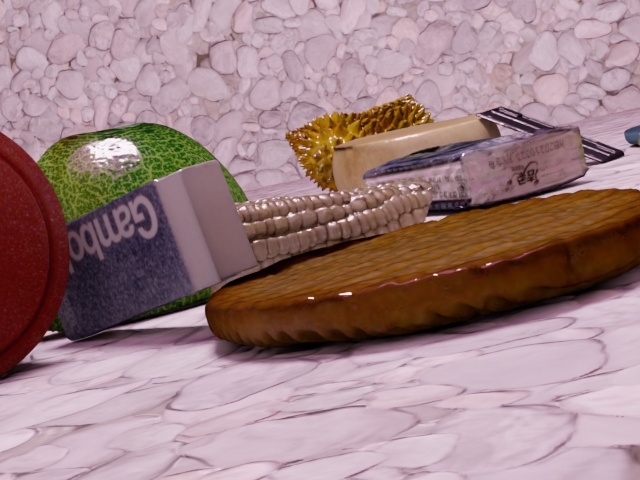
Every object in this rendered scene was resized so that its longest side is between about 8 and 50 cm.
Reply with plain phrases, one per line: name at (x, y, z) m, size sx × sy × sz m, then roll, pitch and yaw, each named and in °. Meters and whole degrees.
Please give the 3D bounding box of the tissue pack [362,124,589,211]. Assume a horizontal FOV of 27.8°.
tissue pack at (0.177, -0.081, 1.534) m, size 0.173 × 0.073 × 0.235 m, roll -16°, pitch 6°, yaw -25°

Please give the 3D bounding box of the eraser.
eraser at (-0.139, 0.011, 0.998) m, size 0.046 × 0.092 × 0.212 m, roll -20°, pitch 0°, yaw -44°

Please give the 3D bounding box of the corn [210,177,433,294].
corn at (0.000, 0.000, 1.078) m, size 0.211 × 0.087 × 0.087 m, roll -7°, pitch 3°, yaw -18°

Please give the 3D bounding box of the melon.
melon at (-0.150, -0.024, 1.162) m, size 0.265 × 0.169 × 0.129 m, roll -19°, pitch 9°, yaw -39°

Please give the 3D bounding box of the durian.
durian at (0.087, -0.137, 2.077) m, size 0.249 × 0.183 × 0.138 m, roll -19°, pitch 35°, yaw -15°

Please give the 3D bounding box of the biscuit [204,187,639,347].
biscuit at (0.077, 0.018, 0.871) m, size 0.318 × 0.040 × 0.318 m, roll -14°, pitch 6°, yaw 1°

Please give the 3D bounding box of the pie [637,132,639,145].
pie at (0.473, -0.115, 1.184) m, size 0.371 × 0.078 × 0.296 m, roll -9°, pitch 7°, yaw 22°

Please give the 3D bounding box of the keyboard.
keyboard at (0.314, -0.145, 1.774) m, size 0.202 × 0.011 × 0.067 m, roll 25°, pitch 29°, yaw 33°

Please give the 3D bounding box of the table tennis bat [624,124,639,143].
table tennis bat at (0.558, -0.173, 1.825) m, size 0.215 × 0.044 × 0.329 m, roll -12°, pitch 3°, yaw -12°

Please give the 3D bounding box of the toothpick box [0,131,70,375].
toothpick box at (-0.364, 0.018, 1.039) m, size 0.204 × 0.204 × 0.333 m, roll -16°, pitch 7°, yaw -37°

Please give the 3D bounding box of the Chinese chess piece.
Chinese chess piece at (0.142, -0.116, 1.884) m, size 0.250 × 0.097 × 0.251 m, roll -13°, pitch 6°, yaw 1°
